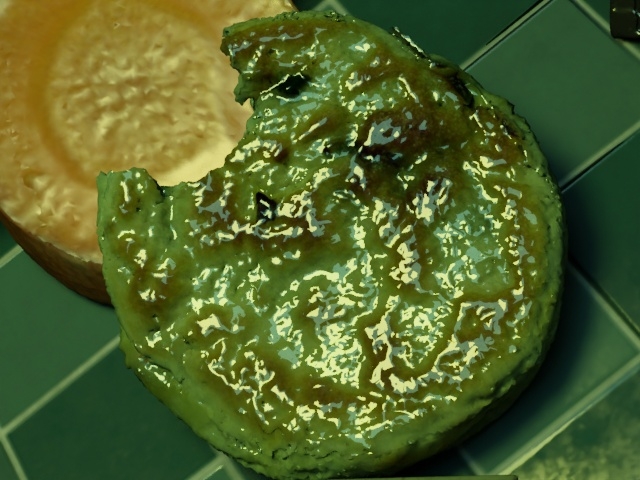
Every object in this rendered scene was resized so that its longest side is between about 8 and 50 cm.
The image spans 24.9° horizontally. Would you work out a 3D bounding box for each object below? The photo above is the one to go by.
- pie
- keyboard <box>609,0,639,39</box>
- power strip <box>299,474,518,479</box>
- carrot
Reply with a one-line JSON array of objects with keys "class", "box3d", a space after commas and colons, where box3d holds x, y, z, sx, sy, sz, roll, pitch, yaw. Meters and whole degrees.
[{"class": "pie", "box3d": [0.006, 0.005, 0.891, 0.302, 0.067, 0.303, -2, 77, 10]}, {"class": "keyboard", "box3d": [0.225, -0.246, 0.902, 0.087, 0.017, 0.251, 8, 110, 28]}, {"class": "power strip", "box3d": [-0.011, 0.182, 0.828, 0.267, 0.034, 0.092, -3, 59, 6]}, {"class": "carrot", "box3d": [-0.119, -0.083, 1.020, 0.307, 0.100, 0.258, 30, 83, 29]}]
